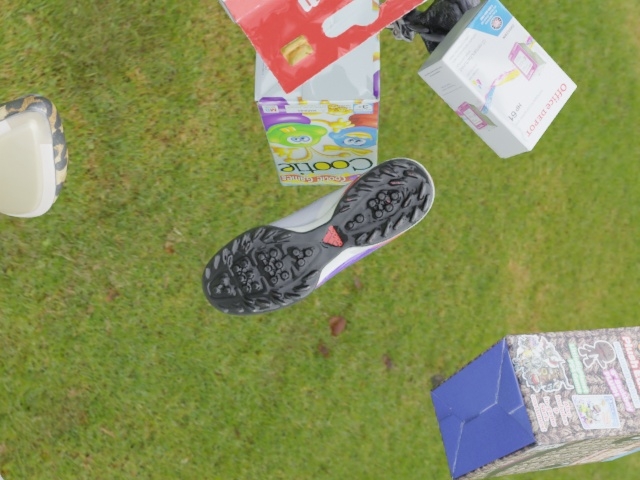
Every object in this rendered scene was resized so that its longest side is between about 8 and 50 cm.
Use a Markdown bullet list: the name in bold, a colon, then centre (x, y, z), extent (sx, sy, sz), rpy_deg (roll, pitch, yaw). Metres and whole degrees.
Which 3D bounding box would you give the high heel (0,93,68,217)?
- **high heel**: centre (-0.249, -0.102, 0.628), extent (0.093, 0.261, 0.186), rpy_deg (29, 55, -24)

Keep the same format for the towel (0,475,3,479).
- **towel**: centre (-0.389, 0.452, 0.914), extent (0.053, 0.317, 0.332), rpy_deg (-28, 97, -3)

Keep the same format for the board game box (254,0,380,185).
- **board game box**: centre (0.005, -0.182, 0.971), extent (0.142, 0.275, 0.144), rpy_deg (0, 75, 3)

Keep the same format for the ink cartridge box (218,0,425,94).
- **ink cartridge box**: centre (-0.018, -0.256, 0.586), extent (0.181, 0.056, 0.224), rpy_deg (-34, 73, 3)

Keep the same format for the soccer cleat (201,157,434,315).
- **soccer cleat**: centre (0.000, 0.000, 0.946), extent (0.318, 0.116, 0.108), rpy_deg (-30, 87, 10)

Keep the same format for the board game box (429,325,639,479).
- **board game box**: centre (0.343, 0.229, 1.052), extent (0.291, 0.232, 0.141), rpy_deg (-1, 62, -20)

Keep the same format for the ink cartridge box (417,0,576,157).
- **ink cartridge box**: centre (0.167, -0.151, 0.704), extent (0.122, 0.052, 0.088), rpy_deg (42, 74, -14)

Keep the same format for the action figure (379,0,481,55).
- **action figure**: centre (0.144, -0.276, 0.895), extent (0.141, 0.276, 0.164), rpy_deg (-31, 133, -23)
